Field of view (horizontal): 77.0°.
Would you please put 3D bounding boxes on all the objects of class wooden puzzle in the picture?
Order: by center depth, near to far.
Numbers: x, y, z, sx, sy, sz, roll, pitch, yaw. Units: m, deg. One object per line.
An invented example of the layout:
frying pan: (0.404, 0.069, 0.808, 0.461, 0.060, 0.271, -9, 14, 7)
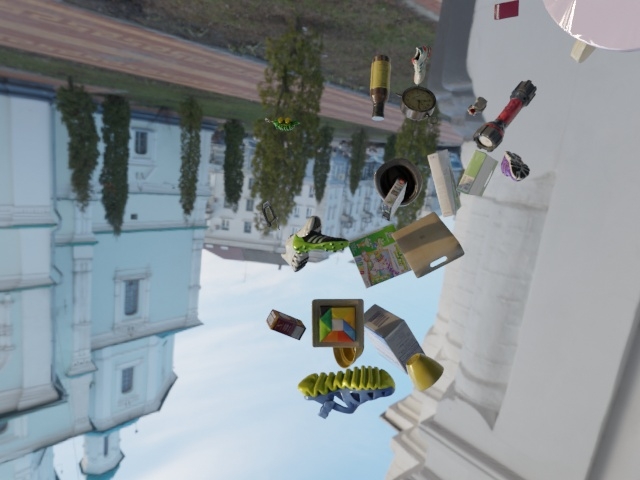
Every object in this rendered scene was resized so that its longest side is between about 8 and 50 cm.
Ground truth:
wooden puzzle: (0.079, 0.371, 1.800, 0.239, 0.220, 0.044, -1, -179, -2)

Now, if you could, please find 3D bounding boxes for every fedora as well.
fedora: (0.410, -0.322, 2.154, 0.244, 0.275, 0.124, -33, -160, 17)

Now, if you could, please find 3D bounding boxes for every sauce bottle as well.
sauce bottle: (0.332, -0.851, 2.259, 0.112, 0.343, 0.111, 5, 179, 0)

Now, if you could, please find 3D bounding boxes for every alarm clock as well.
alarm clock: (0.374, -0.499, 1.510, 0.130, 0.064, 0.192, -24, -116, -13)

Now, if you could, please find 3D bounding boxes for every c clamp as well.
c clamp: (-0.203, -0.097, 1.655, 0.022, 0.137, 0.160, -14, -172, 12)

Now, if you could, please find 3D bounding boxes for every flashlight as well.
flashlight: (0.701, -0.476, 1.520, 0.103, 0.304, 0.103, 42, 172, -22)

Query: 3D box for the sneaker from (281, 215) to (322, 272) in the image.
sneaker: (-0.086, 0.003, 1.688, 0.118, 0.292, 0.110, 41, -142, 19)

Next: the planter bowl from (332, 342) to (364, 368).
planter bowl: (0.147, 0.499, 1.927, 0.091, 0.217, 0.217, 7, -169, -28)

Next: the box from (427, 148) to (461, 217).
box: (0.642, -0.298, 2.065, 0.059, 0.321, 0.232, -10, -169, 32)

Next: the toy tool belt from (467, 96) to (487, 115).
toy tool belt: (0.568, -0.480, 1.470, 0.052, 0.083, 0.051, 44, 170, 10)

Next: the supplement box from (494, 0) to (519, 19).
supplement box: (0.535, -0.664, 1.162, 0.055, 0.043, 0.083, -3, -152, 15)

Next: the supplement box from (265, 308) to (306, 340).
supplement box: (-0.182, 0.446, 2.134, 0.188, 0.080, 0.104, 27, -176, -25)

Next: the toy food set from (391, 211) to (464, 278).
toy food set: (0.460, 0.016, 1.759, 0.220, 0.092, 0.306, -28, -144, 7)

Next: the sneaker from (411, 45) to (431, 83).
sneaker: (0.426, -0.771, 1.768, 0.076, 0.161, 0.057, -10, -139, -25)

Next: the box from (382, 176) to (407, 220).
box: (0.277, -0.151, 1.521, 0.036, 0.114, 0.207, 31, 175, 13)

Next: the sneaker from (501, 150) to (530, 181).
sneaker: (0.641, -0.234, 1.338, 0.069, 0.071, 0.169, 17, -144, 2)

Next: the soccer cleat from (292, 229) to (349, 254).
soccer cleat: (0.000, 0.000, 1.258, 0.179, 0.072, 0.060, -4, 147, 5)

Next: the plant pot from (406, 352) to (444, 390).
plant pot: (0.380, 0.484, 1.517, 0.095, 0.134, 0.134, 49, -163, 2)

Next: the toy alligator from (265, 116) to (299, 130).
toy alligator: (-0.190, -0.557, 1.940, 0.190, 0.051, 0.056, 10, 163, 22)

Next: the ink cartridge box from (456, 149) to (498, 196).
ink cartridge box: (0.649, -0.269, 1.654, 0.056, 0.171, 0.235, 30, -161, 28)

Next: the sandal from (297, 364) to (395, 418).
sandal: (0.090, 0.491, 1.294, 0.318, 0.138, 0.126, -14, -173, 22)

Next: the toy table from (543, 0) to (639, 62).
toy table: (0.553, -0.452, 0.742, 0.161, 0.274, 0.252, -12, 160, -39)

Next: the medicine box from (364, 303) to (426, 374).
medicine box: (0.371, 0.515, 2.123, 0.149, 0.289, 0.263, -39, -156, -15)

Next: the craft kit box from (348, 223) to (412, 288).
craft kit box: (0.289, 0.078, 1.978, 0.247, 0.249, 0.061, -24, -174, 2)
